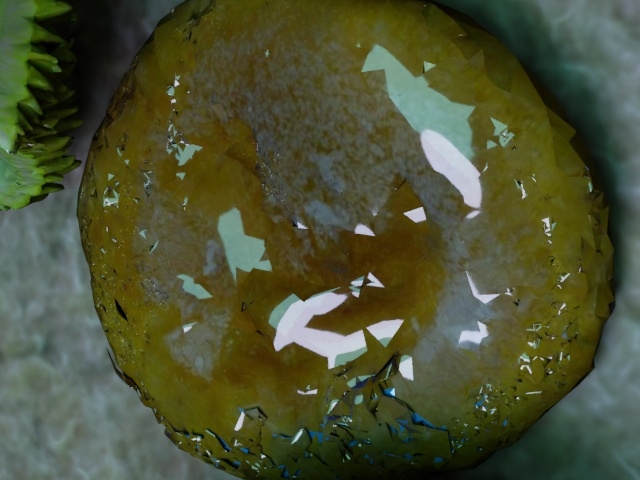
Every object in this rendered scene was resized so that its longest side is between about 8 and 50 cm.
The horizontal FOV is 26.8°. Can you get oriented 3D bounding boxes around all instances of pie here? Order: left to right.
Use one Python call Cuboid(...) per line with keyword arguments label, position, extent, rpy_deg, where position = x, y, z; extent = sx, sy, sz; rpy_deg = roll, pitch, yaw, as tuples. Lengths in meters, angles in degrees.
Cuboid(label="pie", position=(-0.001, 0.000, 0.608), extent=(0.273, 0.069, 0.274), rpy_deg=(8, 105, 29))

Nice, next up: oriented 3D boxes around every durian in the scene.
Cuboid(label="durian", position=(-0.246, -0.071, 0.665), extent=(0.355, 0.169, 0.158), rpy_deg=(-11, 96, 31))
